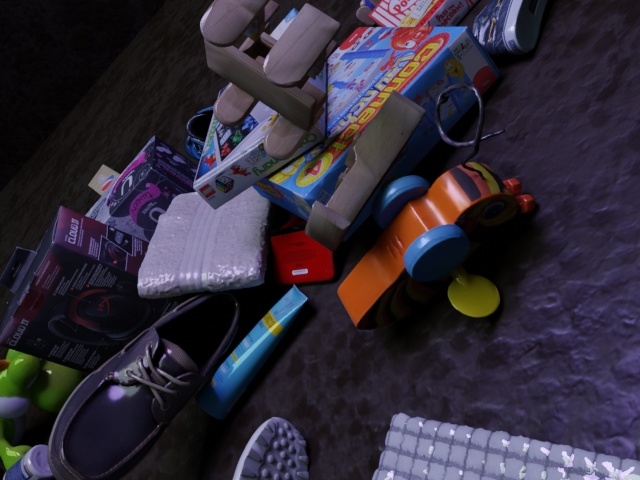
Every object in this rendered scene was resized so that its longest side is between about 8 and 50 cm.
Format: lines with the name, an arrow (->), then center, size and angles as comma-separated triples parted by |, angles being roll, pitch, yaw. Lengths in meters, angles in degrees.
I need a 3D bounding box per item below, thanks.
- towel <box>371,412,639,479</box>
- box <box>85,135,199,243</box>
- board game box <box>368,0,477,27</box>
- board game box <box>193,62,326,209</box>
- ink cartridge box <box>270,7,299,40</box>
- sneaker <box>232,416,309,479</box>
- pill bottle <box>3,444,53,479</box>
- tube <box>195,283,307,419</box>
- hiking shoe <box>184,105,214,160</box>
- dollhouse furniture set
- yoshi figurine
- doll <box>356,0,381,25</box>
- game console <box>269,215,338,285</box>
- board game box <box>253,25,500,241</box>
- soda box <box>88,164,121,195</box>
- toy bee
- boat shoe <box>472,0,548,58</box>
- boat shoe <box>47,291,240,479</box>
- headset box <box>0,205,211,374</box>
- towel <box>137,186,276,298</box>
towel -> 0.142, 0.266, 0.515 | 0.283, 0.121, 0.235 | -5, 57, 51
box -> -0.344, -0.051, 1.468 | 0.247, 0.163, 0.142 | -44, 31, 18
board game box -> 0.169, -0.382, 1.190 | 0.147, 0.045, 0.193 | -48, 31, 12
board game box -> -0.082, -0.191, 1.100 | 0.193, 0.053, 0.305 | -30, 30, 22
ink cartridge box -> -0.062, -0.360, 1.450 | 0.143, 0.090, 0.092 | -44, 31, 20
sneaker -> -0.081, 0.311, 0.821 | 0.095, 0.090, 0.235 | -33, 34, 49
pill bottle -> -0.537, 0.432, 1.357 | 0.120, 0.067, 0.067 | -41, 33, 22
tube -> -0.090, 0.152, 1.025 | 0.207, 0.052, 0.080 | -52, 23, -1
hiking shoe -> -0.210, -0.221, 1.457 | 0.304, 0.132, 0.113 | -4, 78, 55
dollhouse furniture set -> -0.036, -0.128, 0.812 | 0.161, 0.242, 0.212 | -56, -3, -14
yoshi figurine -> -0.590, 0.345, 1.471 | 0.362, 0.203, 0.203 | -54, -14, 29
doll -> 0.111, -0.474, 1.363 | 0.129, 0.046, 0.189 | -42, 25, 38
game console -> 0.000, 0.000, 1.080 | 0.144, 0.085, 0.124 | -10, 83, 51
board game box -> 0.046, -0.170, 1.055 | 0.308, 0.086, 0.302 | -47, 28, -7
soda box -> -0.446, -0.114, 1.608 | 0.061, 0.058, 0.181 | -56, 32, -5
toy bee -> 0.147, -0.012, 0.783 | 0.298, 0.162, 0.195 | -39, 60, 52
boat shoe -> 0.257, -0.322, 0.984 | 0.083, 0.065, 0.183 | -1, 60, 53
boat shoe -> -0.226, 0.177, 0.993 | 0.130, 0.132, 0.355 | -49, 4, 41
headset box -> -0.353, 0.095, 1.178 | 0.218, 0.293, 0.110 | -54, 28, 23
towel -> -0.166, -0.010, 1.157 | 0.187, 0.049, 0.282 | -8, 31, 6
